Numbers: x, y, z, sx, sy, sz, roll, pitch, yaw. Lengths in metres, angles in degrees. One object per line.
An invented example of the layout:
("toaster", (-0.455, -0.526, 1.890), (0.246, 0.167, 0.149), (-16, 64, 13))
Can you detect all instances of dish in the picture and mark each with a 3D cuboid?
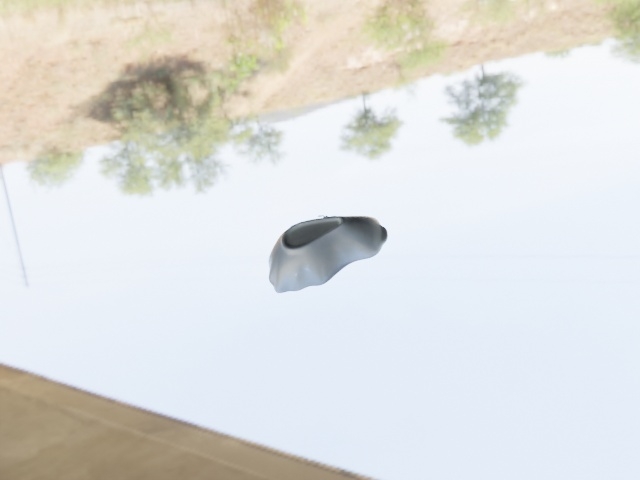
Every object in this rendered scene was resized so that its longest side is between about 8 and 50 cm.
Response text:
("dish", (0.000, 0.000, 0.868), (0.137, 0.039, 0.091), (-18, -140, 17))
